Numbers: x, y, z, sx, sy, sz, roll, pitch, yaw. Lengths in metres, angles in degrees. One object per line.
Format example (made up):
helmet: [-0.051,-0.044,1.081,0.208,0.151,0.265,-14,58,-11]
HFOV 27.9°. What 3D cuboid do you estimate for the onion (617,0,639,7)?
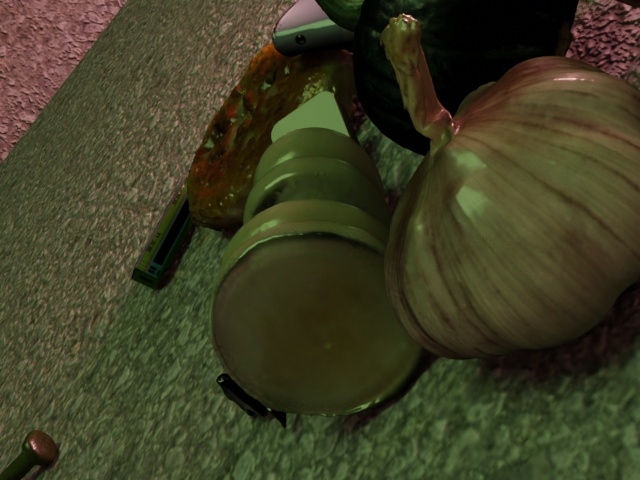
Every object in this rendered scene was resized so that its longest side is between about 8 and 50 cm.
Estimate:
onion: [0.348,-0.246,0.929,0.247,0.111,0.250,-36,2,-20]

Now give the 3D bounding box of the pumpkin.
pumpkin: [0.098,-0.196,1.118,0.248,0.248,0.248,-43,25,25]

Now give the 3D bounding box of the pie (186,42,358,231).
pie: [-0.064,-0.136,1.584,0.315,0.092,0.315,-42,27,27]

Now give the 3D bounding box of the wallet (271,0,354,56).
wallet: [0.071,-0.273,1.478,0.231,0.069,0.170,-7,33,29]

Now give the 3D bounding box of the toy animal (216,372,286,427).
toy animal: [-0.033,0.097,1.245,0.105,0.070,0.202,-16,36,43]

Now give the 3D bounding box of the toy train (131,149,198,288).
toy train: [-0.189,-0.032,1.736,0.209,0.042,0.044,-65,4,-27]

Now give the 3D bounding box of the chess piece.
chess piece: [0.000,0.000,1.177,0.182,0.182,0.330,-45,18,20]

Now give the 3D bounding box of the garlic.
garlic: [0.117,-0.056,0.915,0.245,0.253,0.245,-36,24,19]

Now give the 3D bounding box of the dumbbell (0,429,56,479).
dumbbell: [-0.389,0.294,1.655,0.118,0.046,0.052,-44,19,21]

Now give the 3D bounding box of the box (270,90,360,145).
box: [0.002,-0.091,1.388,0.091,0.031,0.126,-34,58,21]
